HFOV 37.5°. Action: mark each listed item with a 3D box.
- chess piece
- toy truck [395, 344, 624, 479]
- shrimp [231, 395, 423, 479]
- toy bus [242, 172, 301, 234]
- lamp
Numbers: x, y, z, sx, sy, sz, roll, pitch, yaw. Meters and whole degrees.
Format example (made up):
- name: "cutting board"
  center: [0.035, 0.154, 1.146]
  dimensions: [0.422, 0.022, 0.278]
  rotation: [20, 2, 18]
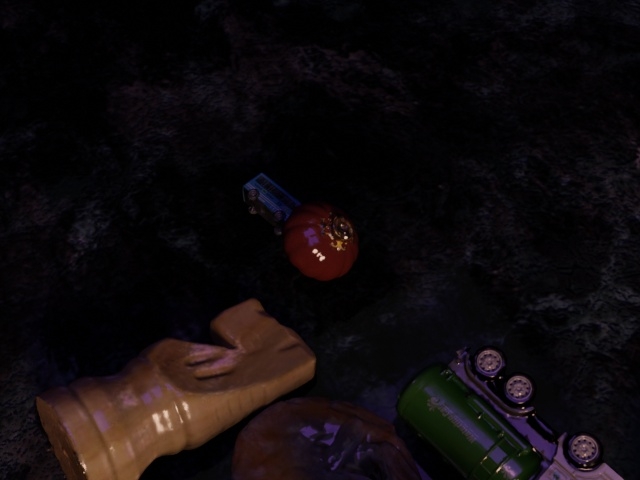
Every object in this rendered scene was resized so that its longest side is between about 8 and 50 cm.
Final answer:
- name: "chess piece"
  center: [-0.151, 0.170, 1.048]
  dimensions: [0.301, 0.137, 0.137]
  rotation: [-24, 62, -27]
- name: "toy truck"
  center: [0.199, 0.218, 1.015]
  dimensions: [0.125, 0.101, 0.242]
  rotation: [-41, 65, -15]
- name: "shrimp"
  center: [0.057, 0.258, 1.009]
  dimensions: [0.317, 0.077, 0.168]
  rotation: [14, 59, 12]
- name: "toy bus"
  center: [-0.059, -0.046, 1.203]
  dimensions: [0.083, 0.038, 0.046]
  rotation: [39, 65, 20]
- name: "lamp"
  center: [0.000, 0.000, 1.147]
  dimensions: [0.101, 0.090, 0.101]
  rotation: [22, 52, -31]
